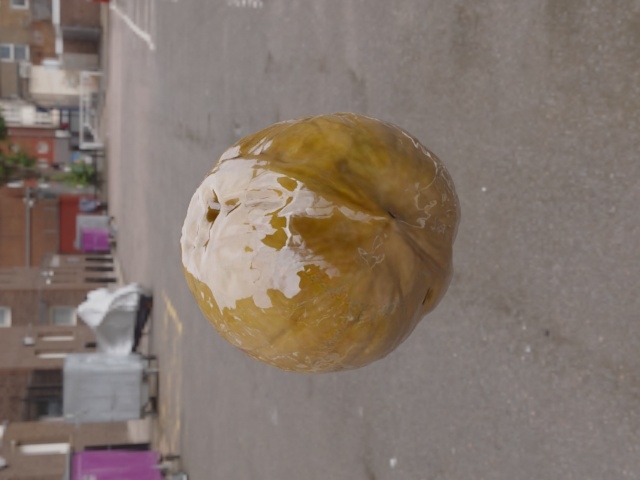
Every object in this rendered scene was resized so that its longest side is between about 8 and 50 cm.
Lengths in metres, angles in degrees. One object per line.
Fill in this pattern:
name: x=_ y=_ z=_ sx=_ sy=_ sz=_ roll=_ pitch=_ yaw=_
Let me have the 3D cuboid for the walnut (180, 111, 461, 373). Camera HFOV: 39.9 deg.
walnut: x=0.000 y=0.000 z=0.645 sx=0.222 sy=0.195 sz=0.195 roll=173 pitch=98 yaw=-66
